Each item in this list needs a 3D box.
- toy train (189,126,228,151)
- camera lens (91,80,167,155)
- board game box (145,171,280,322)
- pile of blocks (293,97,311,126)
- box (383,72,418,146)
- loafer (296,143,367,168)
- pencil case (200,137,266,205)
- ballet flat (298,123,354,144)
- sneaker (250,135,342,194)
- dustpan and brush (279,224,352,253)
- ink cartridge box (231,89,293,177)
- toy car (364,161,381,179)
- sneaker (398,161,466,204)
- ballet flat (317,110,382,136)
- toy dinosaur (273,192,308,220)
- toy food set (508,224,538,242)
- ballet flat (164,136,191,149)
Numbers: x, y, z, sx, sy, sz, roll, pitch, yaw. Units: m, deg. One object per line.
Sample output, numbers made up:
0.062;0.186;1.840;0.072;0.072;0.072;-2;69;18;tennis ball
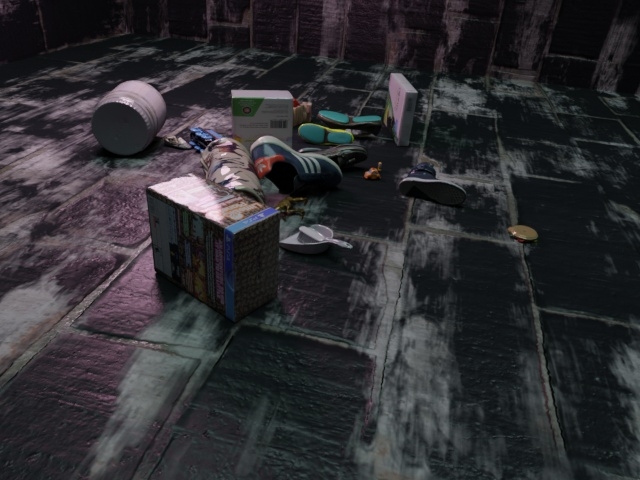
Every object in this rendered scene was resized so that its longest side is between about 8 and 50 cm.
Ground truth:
-0.428;-0.380;1.963;0.105;0.080;0.184;-8;30;-37;toy train
-0.706;-0.459;1.911;0.219;0.219;0.274;3;31;-3;camera lens
-0.248;0.006;1.185;0.291;0.232;0.141;26;37;30;board game box
-0.168;-0.566;2.271;0.149;0.113;0.362;23;35;28;pile of blocks
0.343;-0.576;2.241;0.058;0.232;0.322;3;30;-5;box
0.044;-0.290;1.880;0.267;0.096;0.084;-4;51;-2;loafer
-0.275;-0.169;1.545;0.183;0.160;0.410;11;28;-22;pencil case
0.025;-0.431;2.124;0.230;0.077;0.077;11;10;5;ballet flat
-0.067;-0.202;1.637;0.350;0.131;0.148;13;52;-37;sneaker
0.000;0.000;1.395;0.211;0.060;0.147;27;37;32;dustpan and brush
-0.203;-0.366;1.773;0.201;0.278;0.117;-2;28;-12;ink cartridge box
0.193;-0.261;1.878;0.060;0.041;0.122;8;31;5;toy car
0.401;-0.200;1.760;0.226;0.086;0.163;16;35;21;sneaker
0.123;-0.488;2.194;0.280;0.096;0.095;7;35;1;ballet flat
-0.093;-0.117;1.577;0.112;0.064;0.211;15;32;18;toy dinosaur
0.613;-0.020;1.552;0.083;0.020;0.083;6;31;1;toy food set
-0.550;-0.378;1.973;0.114;0.041;0.041;13;32;13;ballet flat
